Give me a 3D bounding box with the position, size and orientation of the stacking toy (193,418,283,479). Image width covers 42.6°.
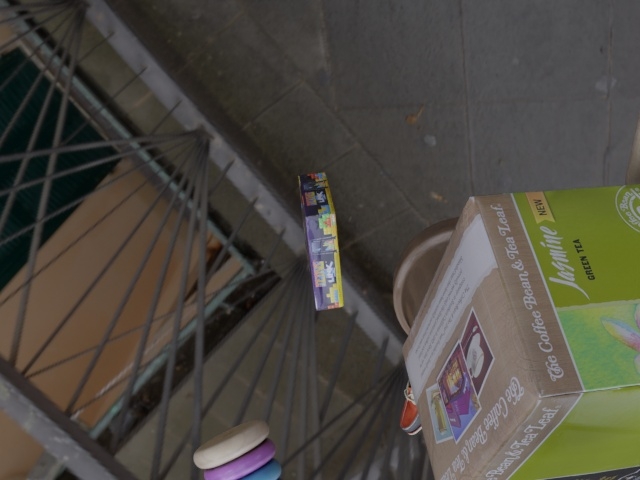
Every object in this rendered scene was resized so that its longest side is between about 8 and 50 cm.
[{"bbox_3d":[-0.090,0.485,1.418,0.141,0.141,0.330,-27,87,30],"label":"stacking toy"}]

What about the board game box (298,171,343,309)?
[{"bbox_3d":[0.000,0.000,1.287,0.048,0.141,0.170,-7,120,-1],"label":"board game box"}]

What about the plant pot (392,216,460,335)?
[{"bbox_3d":[0.250,0.120,1.367,0.263,0.229,0.263,2,113,5],"label":"plant pot"}]

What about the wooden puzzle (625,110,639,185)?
[{"bbox_3d":[0.476,-0.169,0.773,0.322,0.080,0.347,-11,135,1],"label":"wooden puzzle"}]

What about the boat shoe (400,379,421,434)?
[{"bbox_3d":[0.145,0.216,1.202,0.043,0.137,0.049,26,176,-36],"label":"boat shoe"}]

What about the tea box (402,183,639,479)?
[{"bbox_3d":[0.291,0.120,0.876,0.324,0.220,0.329,-5,147,-12],"label":"tea box"}]
